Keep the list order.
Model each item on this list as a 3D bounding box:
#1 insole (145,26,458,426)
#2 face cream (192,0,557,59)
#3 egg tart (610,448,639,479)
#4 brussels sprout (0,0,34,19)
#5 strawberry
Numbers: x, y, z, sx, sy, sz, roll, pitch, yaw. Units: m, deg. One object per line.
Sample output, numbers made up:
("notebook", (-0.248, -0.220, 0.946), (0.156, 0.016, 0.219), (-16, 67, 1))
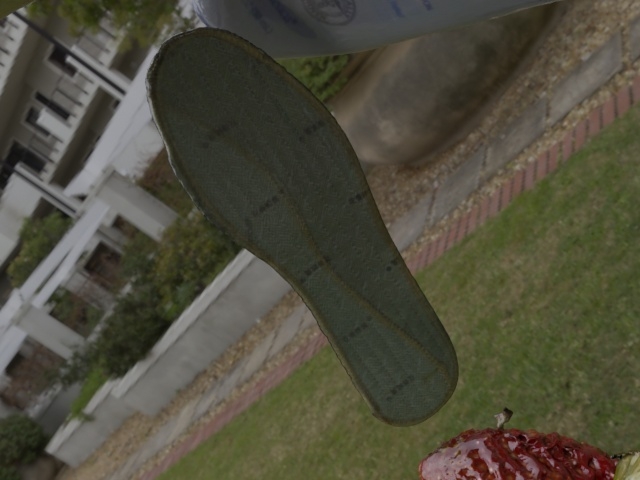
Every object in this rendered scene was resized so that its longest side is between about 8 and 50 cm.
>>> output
("insole", (0.000, 0.000, 0.530), (0.119, 0.348, 0.009), (-37, 18, -11))
("face cream", (0.031, -0.274, 0.676), (0.420, 0.235, 0.137), (-3, 50, 43))
("egg tart", (0.475, 0.300, 0.893), (0.315, 0.314, 0.120), (-40, 53, 51))
("brussels sprout", (-0.212, -0.294, 0.345), (0.281, 0.289, 0.355), (-134, 39, -83))
("strawberry", (0.345, 0.408, 1.161), (0.292, 0.343, 0.292), (-48, 9, 10))
